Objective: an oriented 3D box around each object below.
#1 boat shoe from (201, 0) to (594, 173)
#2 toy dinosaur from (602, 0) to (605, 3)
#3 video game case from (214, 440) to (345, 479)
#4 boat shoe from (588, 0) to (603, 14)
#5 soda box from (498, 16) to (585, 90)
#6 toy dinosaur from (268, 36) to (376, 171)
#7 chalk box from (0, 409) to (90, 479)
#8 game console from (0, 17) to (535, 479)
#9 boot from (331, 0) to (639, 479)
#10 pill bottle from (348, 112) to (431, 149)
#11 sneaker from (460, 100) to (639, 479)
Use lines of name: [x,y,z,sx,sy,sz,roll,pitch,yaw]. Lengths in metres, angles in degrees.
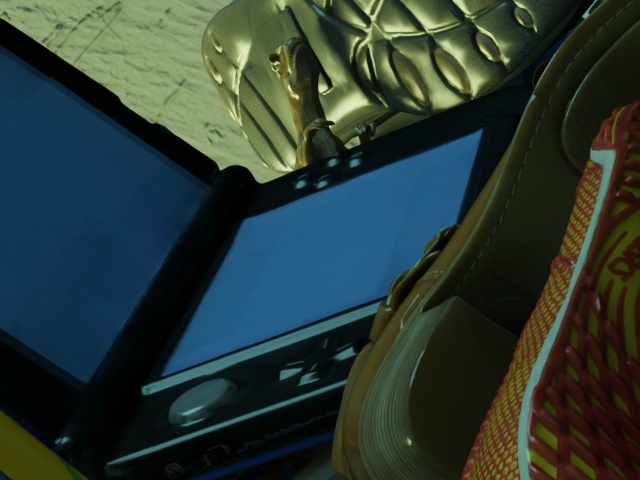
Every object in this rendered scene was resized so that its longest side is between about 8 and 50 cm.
boat shoe: [0.056,-0.138,1.055,0.130,0.132,0.355,-31,7,-27]
toy dinosaur: [0.149,-0.094,0.906,0.118,0.064,0.268,-56,-2,-4]
video game case: [-0.068,0.103,0.811,0.206,0.026,0.227,-41,22,-30]
boat shoe: [0.221,-0.204,1.184,0.080,0.076,0.228,-51,2,-42]
soda box: [0.139,-0.102,1.219,0.071,0.067,0.210,-50,2,6]
toy dinosaur: [0.000,0.000,1.053,0.064,0.112,0.211,1,-81,-45]
chalk box: [-0.174,0.122,0.498,0.180,0.289,0.179,-48,2,40]
game console: [-0.057,-0.033,0.829,0.250,0.173,0.293,-21,18,18]
boot: [0.068,0.000,0.616,0.197,0.073,0.152,-50,1,-13]
pill bottle: [0.015,0.015,1.167,0.193,0.108,0.108,-50,1,-24]
sneaker: [0.063,0.023,0.397,0.175,0.064,0.067,-47,-11,-50]
